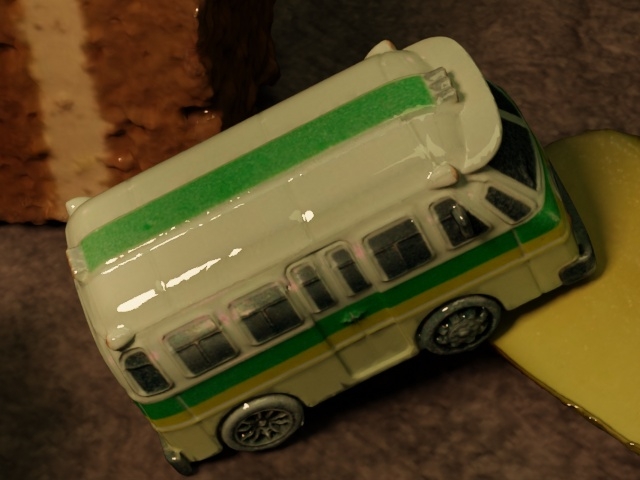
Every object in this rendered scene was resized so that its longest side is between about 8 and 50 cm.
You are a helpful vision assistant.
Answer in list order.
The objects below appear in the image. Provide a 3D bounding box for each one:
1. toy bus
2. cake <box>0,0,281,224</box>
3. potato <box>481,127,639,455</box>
[{"bbox_3d":[0.000,0.000,1.021,0.276,0.164,0.133,-27,52,5],"label":"toy bus"},{"bbox_3d":[-0.177,-0.177,1.136,0.290,0.282,0.255,4,46,5],"label":"cake"},{"bbox_3d":[0.202,0.048,1.051,0.160,0.111,0.272,-51,48,-6],"label":"potato"}]
